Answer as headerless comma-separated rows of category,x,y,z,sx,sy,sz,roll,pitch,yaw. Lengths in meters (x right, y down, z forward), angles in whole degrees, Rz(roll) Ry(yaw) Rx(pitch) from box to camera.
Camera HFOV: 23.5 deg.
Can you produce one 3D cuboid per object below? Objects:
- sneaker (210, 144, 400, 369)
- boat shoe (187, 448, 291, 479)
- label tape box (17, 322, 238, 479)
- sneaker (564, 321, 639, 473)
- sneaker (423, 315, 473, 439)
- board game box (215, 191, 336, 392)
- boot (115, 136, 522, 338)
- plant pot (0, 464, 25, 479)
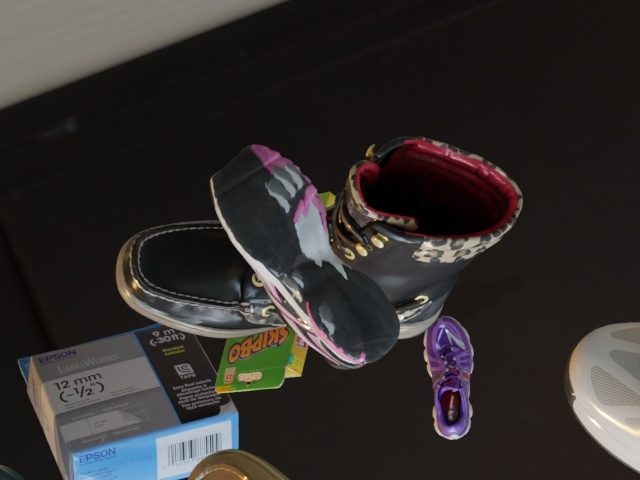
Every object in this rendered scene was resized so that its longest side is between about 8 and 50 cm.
sneaker,-0.021,0.021,1.075,0.178,0.072,0.077,58,157,12
boat shoe,-0.029,0.283,1.211,0.285,0.104,0.089,54,-167,26
label tape box,-0.297,0.218,2.304,0.347,0.249,0.115,-125,29,-47
sneaker,0.422,0.139,1.362,0.448,0.169,0.257,21,157,24
sneaker,0.180,0.184,2.101,0.071,0.068,0.169,74,-171,-76
board game box,-0.052,0.068,1.892,0.124,0.259,0.039,-11,144,44
boot,0.000,0.000,1.596,0.284,0.377,0.138,131,143,-58
plant pot,-0.493,0.401,2.035,0.255,0.272,0.271,-16,-97,-79
